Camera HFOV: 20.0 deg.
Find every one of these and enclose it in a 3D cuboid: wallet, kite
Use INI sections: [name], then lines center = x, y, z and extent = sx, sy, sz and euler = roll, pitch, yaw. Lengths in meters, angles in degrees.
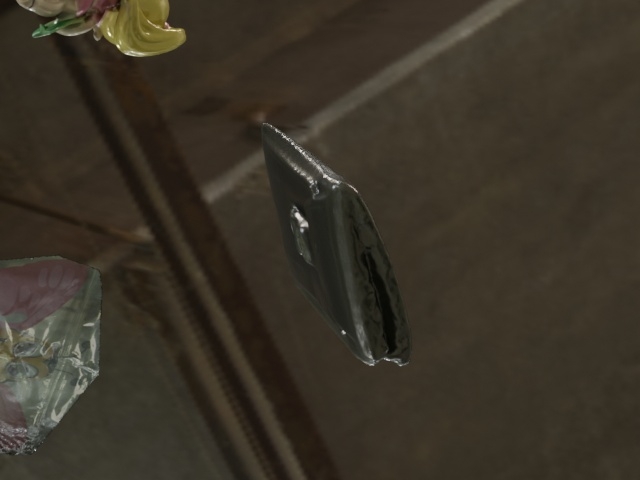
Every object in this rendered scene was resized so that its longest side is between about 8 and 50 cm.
[wallet]
center = 0.000, 0.000, 1.508
extent = 0.052, 0.245, 0.169
euler = -21, -69, -12
[kite]
center = -0.314, 0.061, 1.137
extent = 0.360, 0.022, 0.204
euler = 9, -46, -16

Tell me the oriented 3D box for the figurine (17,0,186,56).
[figurine]
center = -0.176, -0.186, 1.458
extent = 0.187, 0.083, 0.083
euler = 9, -88, -66
